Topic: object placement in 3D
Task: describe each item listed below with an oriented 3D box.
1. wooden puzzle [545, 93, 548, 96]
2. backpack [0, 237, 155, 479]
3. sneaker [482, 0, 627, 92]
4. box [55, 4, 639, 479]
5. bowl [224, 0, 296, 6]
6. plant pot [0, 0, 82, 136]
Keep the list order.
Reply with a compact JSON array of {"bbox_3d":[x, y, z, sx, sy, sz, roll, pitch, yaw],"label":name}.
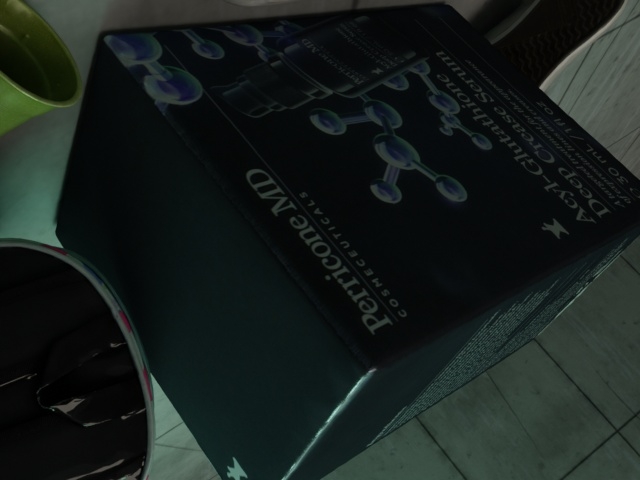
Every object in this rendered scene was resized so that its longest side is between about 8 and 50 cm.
[{"bbox_3d":[0.313,-0.197,1.140,0.083,0.006,0.049,-16,149,-46],"label":"wooden puzzle"},{"bbox_3d":[-0.238,0.116,0.507,0.254,0.225,0.191,-21,180,-9],"label":"backpack"},{"bbox_3d":[0.210,-0.187,0.853,0.290,0.106,0.123,-36,-179,20],"label":"sneaker"},{"bbox_3d":[0.038,-0.018,0.643,0.395,0.293,0.212,-21,152,-41],"label":"box"},{"bbox_3d":[-0.004,-0.217,0.505,0.142,0.053,0.142,-24,153,-36],"label":"bowl"},{"bbox_3d":[-0.193,-0.088,0.429,0.079,0.083,0.083,-33,162,18],"label":"plant pot"}]
